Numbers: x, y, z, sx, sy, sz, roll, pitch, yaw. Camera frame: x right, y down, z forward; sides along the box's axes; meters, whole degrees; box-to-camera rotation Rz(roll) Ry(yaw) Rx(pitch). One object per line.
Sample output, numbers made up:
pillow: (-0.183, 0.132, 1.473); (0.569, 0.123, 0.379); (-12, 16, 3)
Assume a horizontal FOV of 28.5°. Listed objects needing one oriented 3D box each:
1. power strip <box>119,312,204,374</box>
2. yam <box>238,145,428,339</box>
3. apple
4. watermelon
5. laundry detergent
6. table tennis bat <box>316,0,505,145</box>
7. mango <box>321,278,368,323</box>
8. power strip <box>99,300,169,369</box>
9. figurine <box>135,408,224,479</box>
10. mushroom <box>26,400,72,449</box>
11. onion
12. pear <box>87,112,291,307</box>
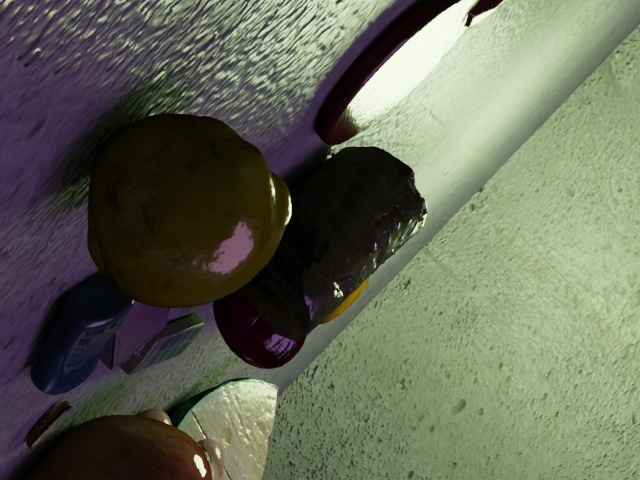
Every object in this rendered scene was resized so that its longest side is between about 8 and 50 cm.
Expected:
power strip: (-0.247, 0.162, 1.974); (0.080, 0.029, 0.227); (-48, 170, 17)
yam: (0.000, 0.000, 1.880); (0.300, 0.195, 0.195); (-41, 169, -30)
apple: (-0.346, 0.425, 2.036); (0.345, 0.269, 0.345); (-55, -172, 11)
watermelon: (-0.265, 0.440, 2.632); (0.292, 0.319, 0.222); (16, 161, -36)
laundry detergent: (-0.297, 0.127, 1.527); (0.096, 0.061, 0.206); (-38, 169, -46)
table tennis bat: (0.151, -0.277, 1.771); (0.414, 0.051, 0.268); (-41, 170, -13)
mango: (0.004, 0.073, 2.345); (0.187, 0.144, 0.359); (-34, 177, 5)
power strip: (-0.244, 0.092, 1.669); (0.109, 0.037, 0.279); (-41, 170, -23)
figurine: (-0.297, 0.474, 2.309); (0.261, 0.269, 0.211); (-53, -157, 1)
mushroom: (-0.395, 0.267, 1.825); (0.101, 0.019, 0.049); (-46, 170, 21)
onion: (-0.081, 0.102, 1.982); (0.198, 0.173, 0.135); (-34, 158, 28)
pear: (-0.132, -0.029, 1.203); (0.200, 0.200, 0.200); (-44, 170, -9)
